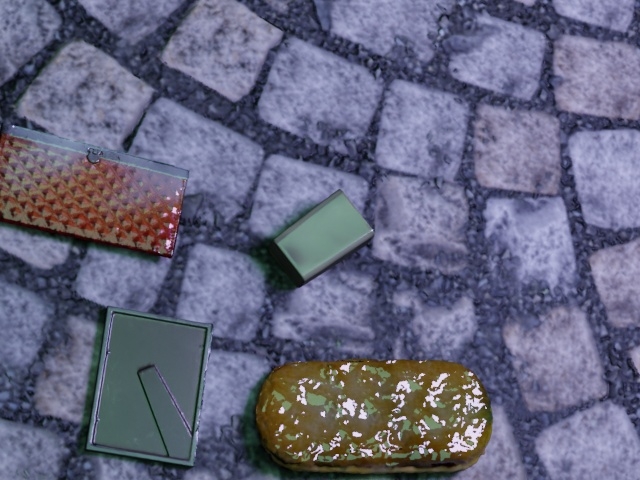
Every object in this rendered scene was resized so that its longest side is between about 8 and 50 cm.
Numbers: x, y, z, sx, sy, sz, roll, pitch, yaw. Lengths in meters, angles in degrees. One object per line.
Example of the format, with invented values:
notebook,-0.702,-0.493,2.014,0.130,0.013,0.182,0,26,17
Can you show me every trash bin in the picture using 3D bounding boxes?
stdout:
trash bin,0.000,0.000,1.965,0.092,0.043,0.061,-36,84,-21

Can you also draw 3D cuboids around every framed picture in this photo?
framed picture,-0.168,0.143,1.891,0.109,0.011,0.149,11,70,-10

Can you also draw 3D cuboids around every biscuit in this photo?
biscuit,0.055,0.177,1.928,0.247,0.029,0.118,2,65,-13

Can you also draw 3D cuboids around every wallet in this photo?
wallet,-0.235,-0.049,1.933,0.196,0.020,0.103,14,69,-9
